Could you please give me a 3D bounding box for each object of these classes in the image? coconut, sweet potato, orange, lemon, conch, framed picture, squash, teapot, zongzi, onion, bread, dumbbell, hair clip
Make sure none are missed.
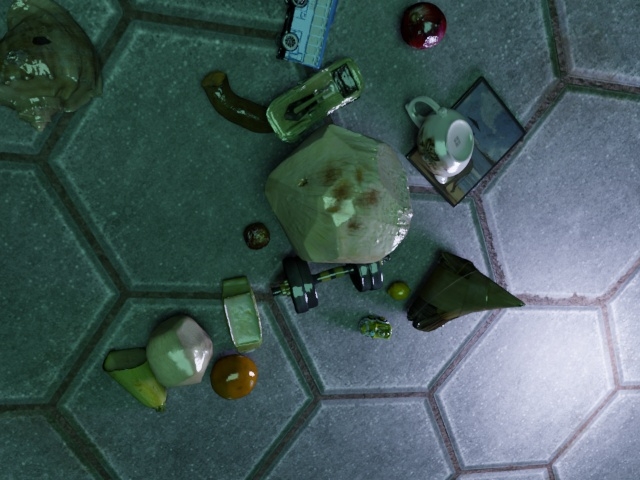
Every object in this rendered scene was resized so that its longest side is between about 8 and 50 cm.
[{"bbox_3d":[0.043,-0.118,1.456,0.415,0.415,0.344,13,138,-18],"label":"coconut"},{"bbox_3d":[-0.199,-0.369,1.457,0.286,0.085,0.112,23,98,-21],"label":"sweet potato"},{"bbox_3d":[-0.285,0.445,1.719,0.156,0.124,0.156,-13,125,-19],"label":"orange"},{"bbox_3d":[0.268,0.174,1.789,0.083,0.062,0.062,-5,112,2],"label":"lemon"},{"bbox_3d":[-0.427,0.350,1.607,0.224,0.224,0.224,-5,111,-12],"label":"coconut"},{"bbox_3d":[-0.671,-0.431,1.276,0.263,0.186,0.324,-6,113,-31],"label":"conch"},{"bbox_3d":[0.474,-0.311,1.686,0.347,0.016,0.265,-46,113,5],"label":"framed picture"},{"bbox_3d":[-0.548,0.455,1.664,0.137,0.137,0.287,-31,120,-1],"label":"squash"},{"bbox_3d":[0.366,-0.305,1.583,0.204,0.139,0.298,-37,114,-28],"label":"teapot"},{"bbox_3d":[0.470,0.232,1.731,0.154,0.317,0.289,15,109,-46],"label":"zongzi"},{"bbox_3d":[0.288,-0.606,1.475,0.131,0.131,0.131,-5,111,-12],"label":"onion"},{"bbox_3d":[-0.196,-0.011,1.608,0.085,0.053,0.085,-5,111,-12],"label":"bread"},{"bbox_3d":[0.034,0.106,1.638,0.388,0.185,0.185,-16,113,-8],"label":"dumbbell"},{"bbox_3d":[-0.023,-0.395,1.476,0.321,0.091,0.138,-37,106,-21],"label":"hair clip"}]

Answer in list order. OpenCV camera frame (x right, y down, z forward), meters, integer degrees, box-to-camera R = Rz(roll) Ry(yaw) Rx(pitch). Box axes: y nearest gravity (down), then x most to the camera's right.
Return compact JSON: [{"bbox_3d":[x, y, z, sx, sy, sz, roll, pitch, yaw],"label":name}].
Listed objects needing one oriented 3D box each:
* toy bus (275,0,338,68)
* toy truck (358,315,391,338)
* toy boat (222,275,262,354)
[{"bbox_3d":[-0.035,-0.592,1.401,0.133,0.116,0.234,9,109,-18],"label":"toy bus"},{"bbox_3d":[0.190,0.310,1.811,0.111,0.077,0.076,7,108,-16],"label":"toy truck"},{"bbox_3d":[-0.249,0.255,1.678,0.111,0.084,0.276,-11,111,-12],"label":"toy boat"}]
